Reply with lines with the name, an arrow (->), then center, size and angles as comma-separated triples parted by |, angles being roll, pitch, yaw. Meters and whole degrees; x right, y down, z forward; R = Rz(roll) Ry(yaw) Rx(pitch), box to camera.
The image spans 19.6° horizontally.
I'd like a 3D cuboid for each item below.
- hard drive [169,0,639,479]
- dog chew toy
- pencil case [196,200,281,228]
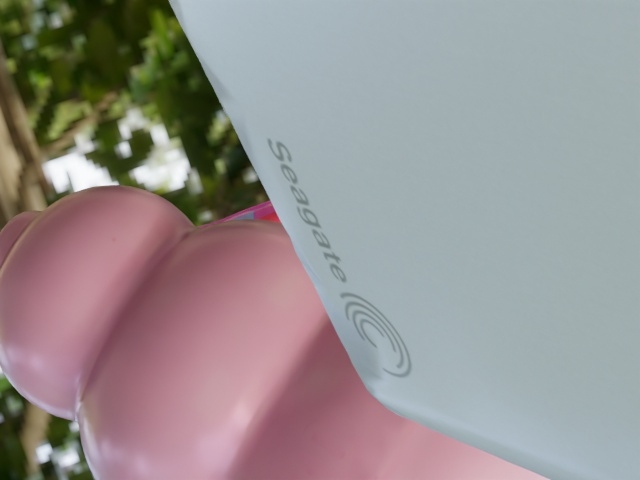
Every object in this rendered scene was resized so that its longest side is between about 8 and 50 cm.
hard drive -> 0.089, -0.019, 0.338 | 0.047, 0.233, 0.353 | -39, -149, -22
dog chew toy -> -0.031, 0.085, 0.975 | 0.331, 0.207, 0.206 | 30, -150, 11
pencil case -> 0.000, 0.000, 1.406 | 0.236, 0.104, 0.104 | -24, -167, 9
